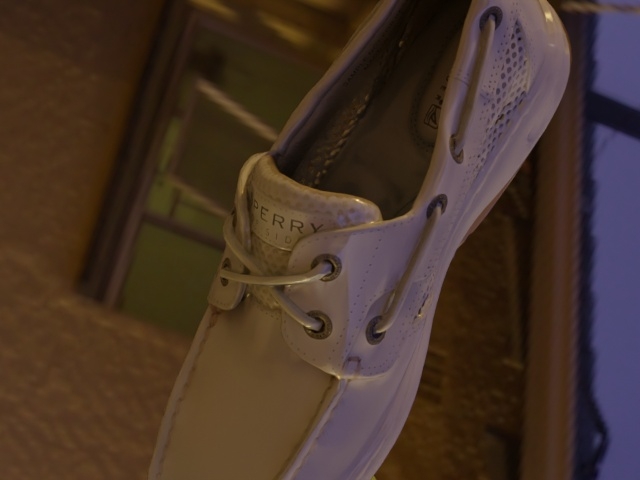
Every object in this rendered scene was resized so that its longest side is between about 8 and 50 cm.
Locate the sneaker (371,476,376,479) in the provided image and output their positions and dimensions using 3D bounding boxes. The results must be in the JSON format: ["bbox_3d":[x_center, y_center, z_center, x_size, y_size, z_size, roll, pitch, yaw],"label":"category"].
[{"bbox_3d":[0.029,0.230,0.947,0.121,0.111,0.300,61,4,29],"label":"sneaker"}]

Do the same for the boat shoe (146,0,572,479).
[{"bbox_3d":[0.000,0.000,0.637,0.277,0.098,0.096,-63,148,-9],"label":"boat shoe"}]
